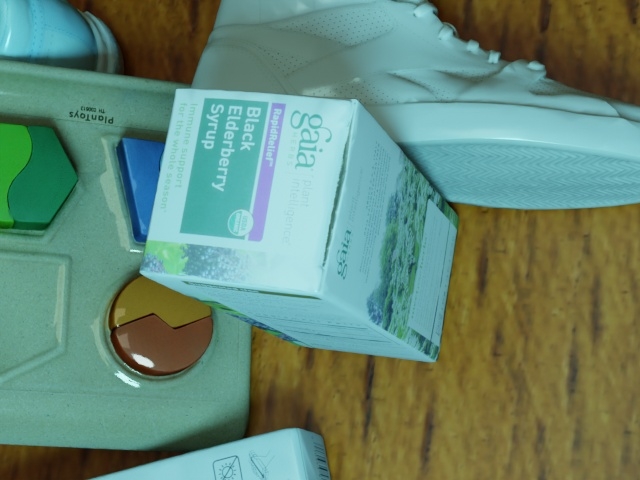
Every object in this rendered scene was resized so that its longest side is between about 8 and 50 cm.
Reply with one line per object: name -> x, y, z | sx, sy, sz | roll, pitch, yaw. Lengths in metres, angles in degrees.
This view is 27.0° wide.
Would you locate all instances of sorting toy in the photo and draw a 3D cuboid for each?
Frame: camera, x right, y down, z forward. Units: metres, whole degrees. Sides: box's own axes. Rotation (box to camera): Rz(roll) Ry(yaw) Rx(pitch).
sorting toy -> -0.186, 0.004, 0.787 | 0.307, 0.041, 0.229 | 6, 79, -18

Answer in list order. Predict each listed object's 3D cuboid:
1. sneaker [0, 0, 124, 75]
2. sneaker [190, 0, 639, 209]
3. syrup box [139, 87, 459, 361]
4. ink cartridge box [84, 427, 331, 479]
sneaker -> -0.322, -0.081, 0.889 | 0.366, 0.150, 0.135 | -28, 68, 10
sneaker -> 0.070, -0.114, 0.788 | 0.293, 0.108, 0.169 | 7, 70, 10
syrup box -> 0.000, 0.000, 0.711 | 0.096, 0.237, 0.093 | 6, 79, 20
ink cartridge box -> -0.143, 0.231, 0.797 | 0.333, 0.065, 0.165 | -15, 72, 13
